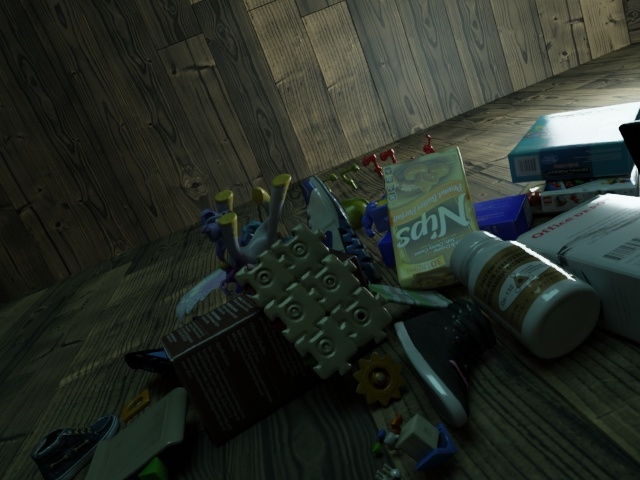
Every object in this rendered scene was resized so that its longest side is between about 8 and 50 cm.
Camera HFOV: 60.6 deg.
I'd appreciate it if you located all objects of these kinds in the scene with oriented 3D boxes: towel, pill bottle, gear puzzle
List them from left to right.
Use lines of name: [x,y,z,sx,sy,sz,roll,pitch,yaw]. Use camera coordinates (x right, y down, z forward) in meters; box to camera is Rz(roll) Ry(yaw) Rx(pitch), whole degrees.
gear puzzle: [0.021,0.133,0.932,0.175,0.339,0.044,-39,-16,-15]
towel: [0.176,0.109,1.086,0.152,0.023,0.113,9,4,-9]
pill bottle: [0.317,0.074,0.888,0.131,0.131,0.229,-25,33,-11]

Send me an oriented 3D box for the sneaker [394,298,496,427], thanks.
sneaker: [0.212,0.170,0.853,0.147,0.104,0.296,-26,12,3]

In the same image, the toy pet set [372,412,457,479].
toy pet set: [0.122,0.286,0.732,0.114,0.065,0.122,-53,-2,28]

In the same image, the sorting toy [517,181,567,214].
sorting toy: [0.626,-0.143,1.432,0.229,0.041,0.307,-6,23,42]

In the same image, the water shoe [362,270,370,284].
water shoe: [0.030,0.136,1.236,0.203,0.080,0.073,-33,19,-33]

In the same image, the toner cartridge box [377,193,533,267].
toner cartridge box: [0.332,-0.022,1.362,0.348,0.075,0.165,-10,19,34]

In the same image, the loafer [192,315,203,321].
loafer: [-0.274,0.226,1.389,0.061,0.062,0.170,-21,24,-30]

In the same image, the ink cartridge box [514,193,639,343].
ink cartridge box: [0.502,0.035,0.872,0.223,0.129,0.307,-25,16,-11]

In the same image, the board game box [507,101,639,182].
board game box: [0.643,-0.246,1.360,0.254,0.079,0.336,-1,25,36]

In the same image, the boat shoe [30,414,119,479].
boat shoe: [-0.476,0.388,1.077,0.065,0.083,0.183,-14,18,26]

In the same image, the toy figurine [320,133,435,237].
toy figurine: [0.155,-0.103,1.406,0.363,0.191,0.217,-18,22,20]

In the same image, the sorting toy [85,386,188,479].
sorting toy: [-0.317,0.367,0.975,0.196,0.047,0.347,-34,18,0]

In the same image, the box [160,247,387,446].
box: [-0.082,0.184,1.036,0.381,0.191,0.143,-27,17,-18]

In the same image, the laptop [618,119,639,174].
laptop: [0.758,-0.141,0.853,0.382,0.408,0.236,-1,52,51]

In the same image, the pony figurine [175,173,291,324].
pony figurine: [-0.176,0.058,1.337,0.303,0.363,0.351,21,46,33]

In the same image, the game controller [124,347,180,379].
game controller: [-0.299,0.262,1.199,0.166,0.067,0.319,11,-12,-41]

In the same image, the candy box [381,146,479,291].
candy box: [0.249,-0.045,1.214,0.183,0.087,0.316,-14,54,15]

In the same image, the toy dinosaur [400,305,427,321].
toy dinosaur: [0.180,0.163,1.077,0.082,0.047,0.090,-48,-4,-39]

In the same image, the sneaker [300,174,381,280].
sneaker: [0.001,0.001,1.392,0.182,0.315,0.127,-32,-17,8]

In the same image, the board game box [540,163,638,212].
board game box: [0.653,-0.155,1.314,0.193,0.053,0.305,-3,25,32]
